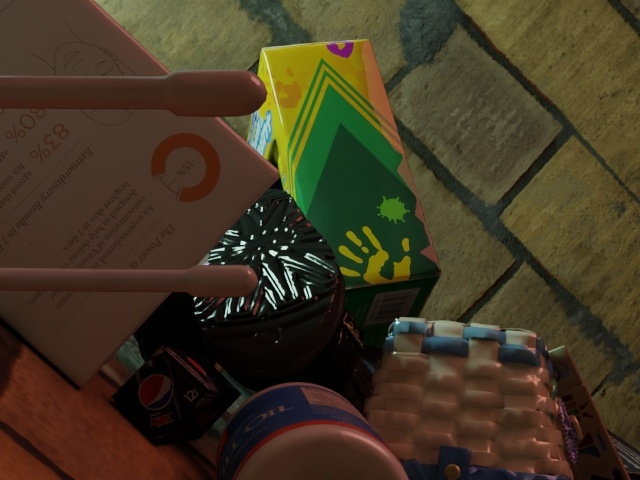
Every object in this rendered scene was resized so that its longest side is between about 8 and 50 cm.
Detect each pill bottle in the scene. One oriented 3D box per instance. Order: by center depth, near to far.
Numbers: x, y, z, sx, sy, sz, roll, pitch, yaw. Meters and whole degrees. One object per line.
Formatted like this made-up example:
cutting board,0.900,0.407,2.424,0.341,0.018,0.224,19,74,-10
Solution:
pill bottle,-0.013,0.171,0.810,0.124,0.124,0.221,43,-4,-8

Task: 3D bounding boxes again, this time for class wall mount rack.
wall mount rack,-0.182,-0.064,0.532,0.304,0.130,0.350,37,-20,11

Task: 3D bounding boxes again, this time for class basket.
basket,0.119,0.220,0.967,0.201,0.289,0.255,8,-11,10

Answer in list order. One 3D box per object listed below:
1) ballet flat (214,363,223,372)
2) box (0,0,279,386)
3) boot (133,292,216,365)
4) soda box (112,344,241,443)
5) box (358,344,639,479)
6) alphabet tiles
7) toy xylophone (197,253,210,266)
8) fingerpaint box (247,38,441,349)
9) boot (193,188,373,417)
ballet flat,-0.193,0.074,1.285,0.232,0.080,0.073,42,12,-12
box,-0.233,-0.088,0.871,0.345,0.215,0.168,43,-3,-6
boot,-0.217,0.030,1.120,0.246,0.094,0.207,22,-26,37
soda box,-0.115,0.128,0.933,0.053,0.060,0.169,43,-3,10
box,0.191,0.280,1.374,0.312,0.179,0.343,15,8,-22
alphabet tiles,0.202,0.242,1.110,0.237,0.198,0.009,64,25,-3
toy xylophone,-0.209,-0.009,1.615,0.081,0.236,0.322,62,-8,-21
fingerpaint box,0.000,0.000,1.605,0.445,0.163,0.371,107,-27,-60
boot,-0.016,0.117,1.090,0.348,0.131,0.260,-100,172,-68
